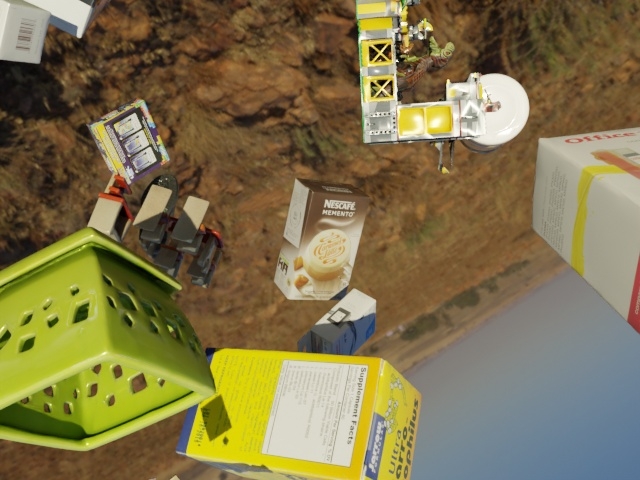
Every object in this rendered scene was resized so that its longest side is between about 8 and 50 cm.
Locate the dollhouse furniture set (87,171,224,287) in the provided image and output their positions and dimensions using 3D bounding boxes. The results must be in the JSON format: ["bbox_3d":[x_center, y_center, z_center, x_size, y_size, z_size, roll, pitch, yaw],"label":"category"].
[{"bbox_3d":[-0.322,-0.035,1.320,0.262,0.259,0.135,96,12,-67],"label":"dollhouse furniture set"}]

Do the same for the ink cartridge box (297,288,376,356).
[{"bbox_3d":[0.036,0.194,1.309,0.180,0.060,0.104,-40,144,-33],"label":"ink cartridge box"}]

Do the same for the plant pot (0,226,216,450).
[{"bbox_3d":[-0.298,0.124,0.834,0.227,0.207,0.228,-26,147,12],"label":"plant pot"}]

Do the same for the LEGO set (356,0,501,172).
[{"bbox_3d":[0.164,-0.244,0.966,0.192,0.254,0.331,-2,177,8],"label":"LEGO set"}]

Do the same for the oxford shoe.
[{"bbox_3d":[-0.392,-0.056,1.561,0.083,0.227,0.096,10,151,-4],"label":"oxford shoe"}]

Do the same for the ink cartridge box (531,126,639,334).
[{"bbox_3d":[0.483,-0.023,0.843,0.280,0.160,0.384,-7,-155,-5],"label":"ink cartridge box"}]

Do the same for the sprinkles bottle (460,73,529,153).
[{"bbox_3d":[0.325,-0.236,1.262,0.121,0.121,0.355,-36,177,12],"label":"sprinkles bottle"}]

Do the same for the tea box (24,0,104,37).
[{"bbox_3d":[-0.511,-0.665,1.359,0.323,0.220,0.328,-53,-158,31],"label":"tea box"}]

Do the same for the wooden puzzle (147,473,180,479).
[{"bbox_3d":[-0.188,0.328,0.815,0.049,0.083,0.006,-36,-169,-15],"label":"wooden puzzle"}]

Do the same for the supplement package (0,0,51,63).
[{"bbox_3d":[-0.615,-0.412,1.207,0.105,0.179,0.105,-26,141,-66],"label":"supplement package"}]

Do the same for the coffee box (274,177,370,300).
[{"bbox_3d":[0.000,0.000,1.410,0.141,0.098,0.246,3,111,-26],"label":"coffee box"}]

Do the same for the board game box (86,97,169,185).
[{"bbox_3d":[-0.460,-0.235,1.565,0.141,0.048,0.170,-38,130,-28],"label":"board game box"}]

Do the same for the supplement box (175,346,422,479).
[{"bbox_3d":[-0.033,0.315,1.121,0.357,0.194,0.195,-2,151,29],"label":"supplement box"}]
